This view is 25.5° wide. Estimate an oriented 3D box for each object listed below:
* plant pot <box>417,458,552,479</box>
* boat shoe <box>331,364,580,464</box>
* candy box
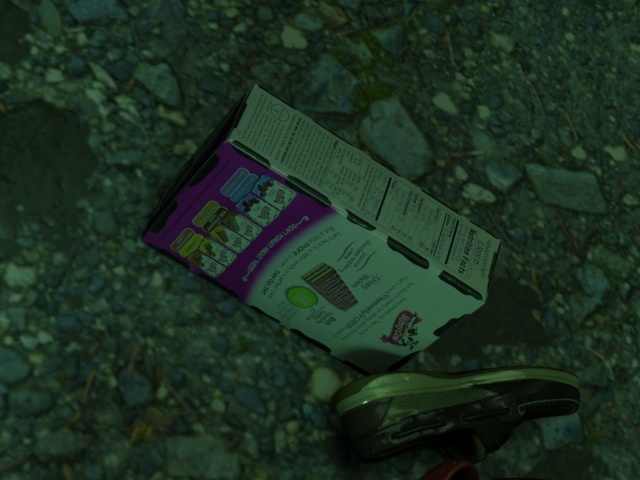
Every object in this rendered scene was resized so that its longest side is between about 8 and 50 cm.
[{"bbox_3d":[0.131,0.252,0.981,0.174,0.191,0.191,17,43,22],"label":"plant pot"},{"bbox_3d":[0.116,0.146,1.144,0.223,0.080,0.073,1,66,-27],"label":"boat shoe"},{"bbox_3d":[0.000,0.000,1.102,0.233,0.159,0.071,33,49,-13],"label":"candy box"}]
